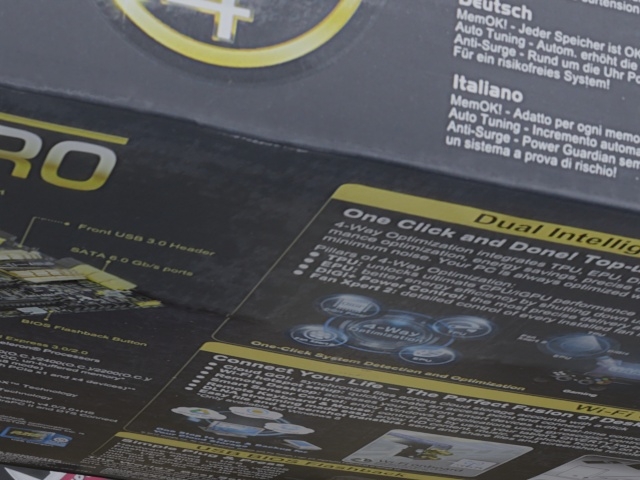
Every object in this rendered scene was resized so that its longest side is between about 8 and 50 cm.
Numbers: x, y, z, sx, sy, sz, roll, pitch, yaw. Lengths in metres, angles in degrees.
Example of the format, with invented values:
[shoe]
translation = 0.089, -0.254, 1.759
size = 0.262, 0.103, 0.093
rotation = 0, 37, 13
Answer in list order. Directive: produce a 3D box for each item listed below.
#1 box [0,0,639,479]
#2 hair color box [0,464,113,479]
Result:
[box]
translation = 0.000, 0.000, 0.509
size = 0.395, 0.318, 0.097
rotation = 10, 72, -14
[hair color box]
translation = -0.239, 0.109, 1.238
size = 0.374, 0.113, 0.185
rotation = 28, 42, 19
